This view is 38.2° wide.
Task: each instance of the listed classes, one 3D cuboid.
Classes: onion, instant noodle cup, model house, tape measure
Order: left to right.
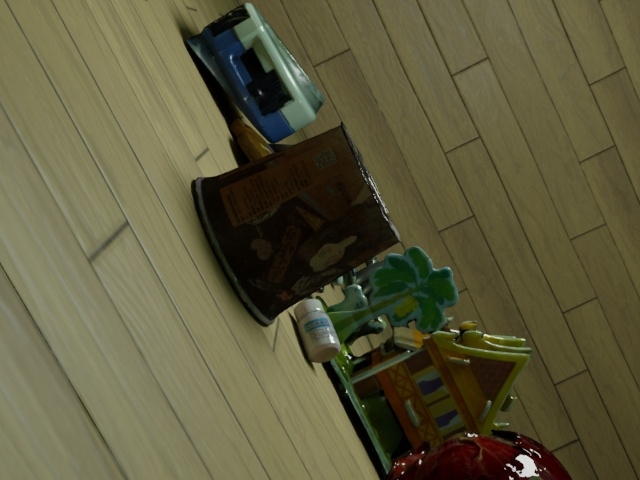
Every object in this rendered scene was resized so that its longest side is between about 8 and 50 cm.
[{"bbox_3d":[-0.111,-0.318,1.760,0.262,0.138,0.259,52,7,-5],"label":"tape measure"},{"bbox_3d":[-0.024,-0.029,1.190,0.217,0.207,0.217,62,7,-14],"label":"instant noodle cup"},{"bbox_3d":[0.179,0.184,1.566,0.357,0.313,0.242,63,4,-2],"label":"model house"},{"bbox_3d":[0.213,0.379,1.233,0.276,0.276,0.276,63,6,-12],"label":"onion"}]

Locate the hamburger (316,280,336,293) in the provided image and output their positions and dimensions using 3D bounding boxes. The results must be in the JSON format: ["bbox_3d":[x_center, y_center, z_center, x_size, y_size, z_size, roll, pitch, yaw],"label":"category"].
[{"bbox_3d":[-0.030,0.004,1.596,0.102,0.087,0.176,-156,-137,-85],"label":"hamburger"}]

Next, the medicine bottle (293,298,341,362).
[{"bbox_3d":[-0.006,0.134,1.378,0.052,0.052,0.089,56,10,-54],"label":"medicine bottle"}]

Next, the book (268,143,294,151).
[{"bbox_3d":[-0.020,-0.114,1.804,0.191,0.025,0.269,47,-11,-18],"label":"book"}]

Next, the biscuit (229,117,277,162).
[{"bbox_3d":[-0.098,-0.147,1.682,0.180,0.039,0.236,50,6,-16],"label":"biscuit"}]

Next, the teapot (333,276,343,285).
[{"bbox_3d":[0.041,-0.014,2.035,0.159,0.159,0.232,-101,-168,-68],"label":"teapot"}]

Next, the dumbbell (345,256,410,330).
[{"bbox_3d":[0.193,0.214,2.167,0.406,0.179,0.179,67,7,25],"label":"dumbbell"}]

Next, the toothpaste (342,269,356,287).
[{"bbox_3d":[0.044,0.026,1.573,0.233,0.038,0.060,75,17,-69],"label":"toothpaste"}]
